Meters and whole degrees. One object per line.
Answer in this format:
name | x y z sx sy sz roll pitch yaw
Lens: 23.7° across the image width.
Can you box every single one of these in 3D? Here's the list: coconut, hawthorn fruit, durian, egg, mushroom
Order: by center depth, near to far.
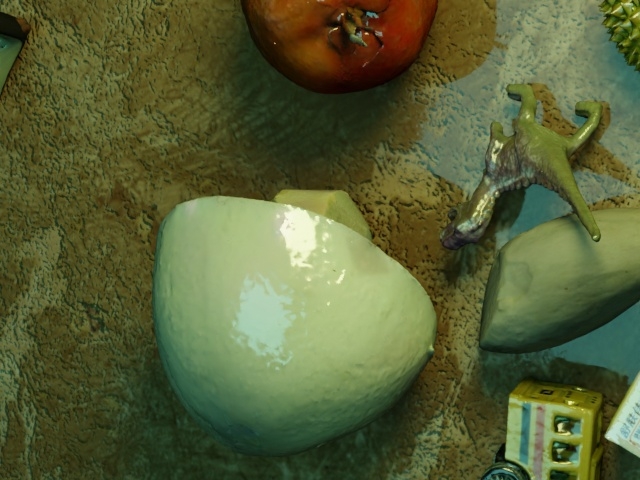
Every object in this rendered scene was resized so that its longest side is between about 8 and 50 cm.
durian | 0.343 -0.271 1.512 0.102 0.146 0.208 29 101 4
mushroom | 0.274 0.034 1.553 0.350 0.128 0.128 -21 88 48
hawthorn fruit | 0.019 -0.244 1.575 0.211 0.299 0.211 -1 112 -2
egg | -0.046 0.119 1.608 0.337 0.337 0.201 5 57 21
coconut | 0.000 0.000 1.699 0.122 0.116 0.116 -1 96 26

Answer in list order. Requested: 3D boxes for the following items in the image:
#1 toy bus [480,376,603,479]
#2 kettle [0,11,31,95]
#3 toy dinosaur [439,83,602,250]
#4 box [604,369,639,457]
toy bus | 0.234 0.323 1.641 0.123 0.121 0.335 5 97 14
kettle | -0.474 -0.208 1.789 0.240 0.255 0.165 -24 84 25
toy dinosaur | 0.230 -0.070 1.572 0.251 0.072 0.199 0 60 47
box | 0.425 0.124 1.550 0.168 0.097 0.265 30 106 17
